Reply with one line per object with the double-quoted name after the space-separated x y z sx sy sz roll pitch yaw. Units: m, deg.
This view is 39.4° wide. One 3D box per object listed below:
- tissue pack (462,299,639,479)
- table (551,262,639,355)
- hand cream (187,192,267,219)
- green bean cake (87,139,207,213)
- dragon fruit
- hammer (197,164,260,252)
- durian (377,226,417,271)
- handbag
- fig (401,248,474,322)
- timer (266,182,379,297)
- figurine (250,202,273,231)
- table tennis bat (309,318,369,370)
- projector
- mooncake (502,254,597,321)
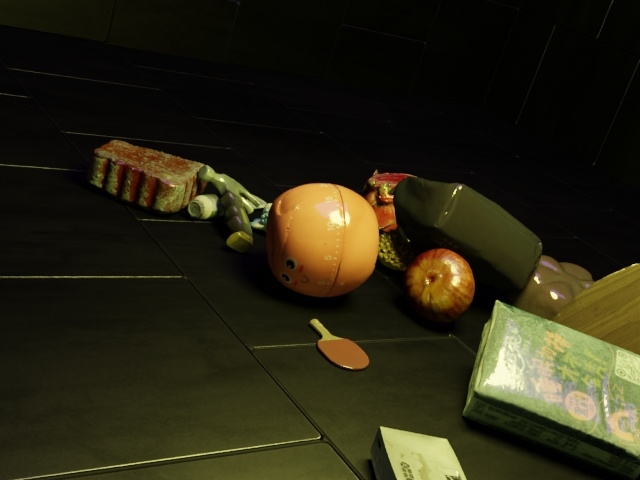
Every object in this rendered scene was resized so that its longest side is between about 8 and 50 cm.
0.427 0.256 1.566 0.315 0.103 0.228 21 46 6 "tissue pack"
0.588 0.219 1.776 0.317 0.317 0.249 21 7 7 "table"
-0.216 -0.087 2.066 0.088 0.055 0.256 25 19 21 "hand cream"
-0.388 -0.143 2.000 0.232 0.097 0.198 20 22 4 "green bean cake"
0.207 -0.107 2.339 0.211 0.147 0.282 29 21 24 "dragon fruit"
-0.187 -0.060 1.955 0.158 0.041 0.227 32 25 -37 "hammer"
0.207 0.034 2.052 0.208 0.102 0.146 38 22 34 "durian"
0.300 -0.008 2.001 0.301 0.178 0.275 32 -11 -27 "handbag"
0.243 0.095 1.878 0.149 0.148 0.202 47 -9 -2 "fig"
0.000 0.000 1.781 0.214 0.230 0.230 5 23 -9 "timer"
-0.098 -0.053 2.037 0.114 0.079 0.114 -26 8 4 "figurine"
0.026 0.190 1.627 0.087 0.013 0.156 -1 30 -37 "table tennis bat"
0.140 0.338 1.275 0.115 0.061 0.147 12 21 -13 "projector"
0.539 0.135 2.039 0.244 0.133 0.245 16 28 -9 "mooncake"
